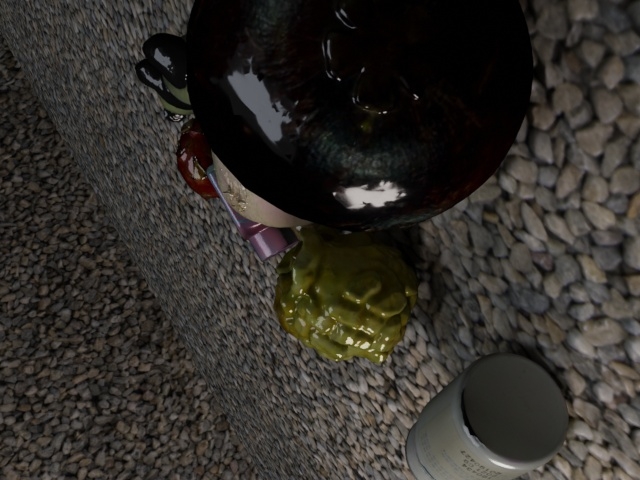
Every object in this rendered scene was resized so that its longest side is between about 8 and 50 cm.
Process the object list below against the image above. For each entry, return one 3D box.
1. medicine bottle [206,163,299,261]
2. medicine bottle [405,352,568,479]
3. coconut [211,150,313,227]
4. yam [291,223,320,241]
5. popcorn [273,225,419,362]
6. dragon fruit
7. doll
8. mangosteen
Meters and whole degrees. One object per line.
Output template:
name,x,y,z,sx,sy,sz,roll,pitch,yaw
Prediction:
medicine bottle,-0.116,-0.061,1.323,0.187,0.094,0.119,60,179,2
medicine bottle,0.202,0.251,0.971,0.143,0.143,0.258,55,155,17
coconut,-0.046,-0.140,0.982,0.224,0.224,0.234,52,167,23
yam,0.000,0.000,1.223,0.299,0.066,0.066,56,156,12
popcorn,0.027,0.067,1.045,0.217,0.181,0.235,29,-174,-22
dragon fruit,-0.196,-0.125,1.448,0.126,0.125,0.246,11,143,38
doll,-0.228,-0.290,1.285,0.135,0.144,0.234,58,157,-6
mangosteen,0.033,-0.157,0.701,0.330,0.330,0.330,46,151,34
